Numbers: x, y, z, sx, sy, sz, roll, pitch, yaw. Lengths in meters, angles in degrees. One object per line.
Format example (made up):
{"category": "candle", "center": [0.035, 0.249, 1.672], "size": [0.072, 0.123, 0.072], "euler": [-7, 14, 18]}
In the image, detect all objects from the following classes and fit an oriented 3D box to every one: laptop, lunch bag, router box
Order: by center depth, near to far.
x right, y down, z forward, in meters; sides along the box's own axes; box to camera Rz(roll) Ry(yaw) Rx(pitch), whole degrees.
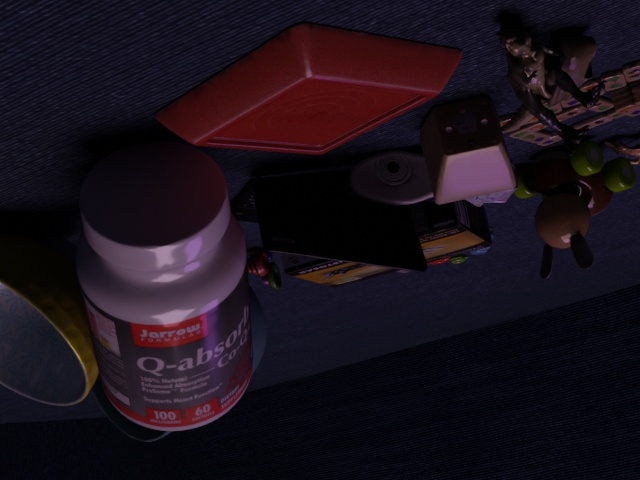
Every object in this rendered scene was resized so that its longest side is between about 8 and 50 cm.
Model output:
{"category": "laptop", "center": [0.000, 0.000, 1.752], "size": [0.234, 0.137, 0.264], "euler": [9, 162, -16]}
{"category": "lunch bag", "center": [0.258, -0.086, 1.919], "size": [0.083, 0.053, 0.071], "euler": [-1, 164, -9]}
{"category": "router box", "center": [0.113, -0.004, 2.079], "size": [0.308, 0.081, 0.243], "euler": [-16, 167, 19]}

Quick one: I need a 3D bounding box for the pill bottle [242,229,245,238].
{"category": "pill bottle", "center": [-0.186, 0.108, 1.816], "size": [0.146, 0.264, 0.146], "euler": [2, -172, 0]}

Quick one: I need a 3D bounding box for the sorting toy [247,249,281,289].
{"category": "sorting toy", "center": [-0.106, 0.050, 2.168], "size": [0.042, 0.061, 0.102], "euler": [-15, 144, 15]}

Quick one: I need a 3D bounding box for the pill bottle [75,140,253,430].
{"category": "pill bottle", "center": [-0.194, 0.062, 1.544], "size": [0.210, 0.210, 0.363], "euler": [-10, 140, -8]}

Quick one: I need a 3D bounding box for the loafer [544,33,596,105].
{"category": "loafer", "center": [0.291, -0.198, 1.435], "size": [0.050, 0.056, 0.148], "euler": [-6, 168, 2]}

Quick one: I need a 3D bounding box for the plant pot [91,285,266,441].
{"category": "plant pot", "center": [-0.235, 0.161, 2.073], "size": [0.235, 0.293, 0.293], "euler": [-17, 174, -41]}

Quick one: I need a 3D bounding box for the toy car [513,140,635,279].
{"category": "toy car", "center": [0.386, -0.034, 1.893], "size": [0.149, 0.188, 0.155], "euler": [21, 153, -33]}

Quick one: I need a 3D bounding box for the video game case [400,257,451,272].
{"category": "video game case", "center": [0.207, 0.044, 2.542], "size": [0.122, 0.011, 0.087], "euler": [-18, 165, 28]}

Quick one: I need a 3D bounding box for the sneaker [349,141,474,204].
{"category": "sneaker", "center": [0.136, -0.081, 1.761], "size": [0.216, 0.079, 0.121], "euler": [-8, 168, -15]}

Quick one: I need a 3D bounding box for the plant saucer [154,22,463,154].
{"category": "plant saucer", "center": [-0.009, -0.155, 1.373], "size": [0.258, 0.048, 0.259], "euler": [0, 162, -44]}

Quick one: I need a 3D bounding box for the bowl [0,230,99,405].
{"category": "bowl", "center": [-0.405, 0.080, 1.731], "size": [0.289, 0.289, 0.156], "euler": [-28, -158, 52]}

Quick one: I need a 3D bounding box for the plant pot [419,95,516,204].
{"category": "plant pot", "center": [0.188, -0.124, 1.577], "size": [0.109, 0.109, 0.096], "euler": [-12, 156, 2]}

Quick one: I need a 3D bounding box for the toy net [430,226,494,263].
{"category": "toy net", "center": [0.226, 0.009, 2.340], "size": [0.232, 0.045, 0.122], "euler": [2, 164, -42]}

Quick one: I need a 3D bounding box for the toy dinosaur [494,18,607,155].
{"category": "toy dinosaur", "center": [0.255, -0.165, 1.390], "size": [0.064, 0.118, 0.268], "euler": [-51, 159, -11]}

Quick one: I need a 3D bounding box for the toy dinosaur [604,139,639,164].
{"category": "toy dinosaur", "center": [0.531, -0.143, 1.909], "size": [0.183, 0.053, 0.092], "euler": [-11, 166, -2]}

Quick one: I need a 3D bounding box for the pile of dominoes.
{"category": "pile of dominoes", "center": [0.371, -0.170, 1.674], "size": [0.251, 0.040, 0.196], "euler": [-21, 165, 35]}
